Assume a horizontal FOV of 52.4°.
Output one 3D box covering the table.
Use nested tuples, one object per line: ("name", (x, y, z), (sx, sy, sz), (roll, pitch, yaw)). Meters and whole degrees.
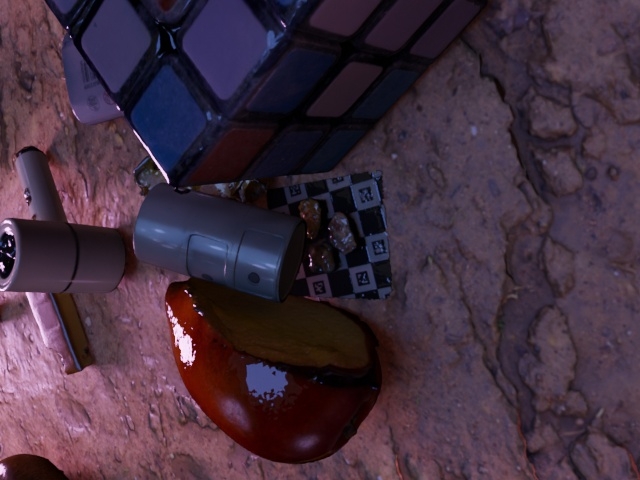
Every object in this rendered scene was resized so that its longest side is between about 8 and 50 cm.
("table", (-0.141, 0.001, 0.941), (0.219, 0.126, 0.127), (16, 105, 10))

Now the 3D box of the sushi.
("sushi", (0.000, 0.000, 0.985), (0.210, 0.040, 0.193), (-4, 95, 31))

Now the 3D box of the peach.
("peach", (-0.087, 0.191, 0.934), (0.361, 0.257, 0.201), (21, 107, 20))

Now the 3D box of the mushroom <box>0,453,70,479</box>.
("mushroom", (-0.611, 0.604, 1.337), (0.345, 0.239, 0.345), (33, 135, 41))

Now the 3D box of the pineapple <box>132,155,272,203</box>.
("pineapple", (-0.184, -0.122, 1.051), (0.236, 0.114, 0.186), (-1, 95, 21))

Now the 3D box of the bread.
("bread", (-0.532, 0.162, 1.317), (0.088, 0.049, 0.226), (-22, 86, 31))

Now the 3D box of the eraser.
("eraser", (-0.335, -0.306, 1.118), (0.226, 0.081, 0.174), (-7, 90, 32))

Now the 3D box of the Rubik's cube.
("Rubik's cube", (-0.065, -0.307, 0.803), (0.363, 0.362, 0.359), (-41, 74, 27))

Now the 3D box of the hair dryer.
("hair dryer", (-0.516, -0.057, 1.218), (0.128, 0.203, 0.362), (-50, 55, 29))
